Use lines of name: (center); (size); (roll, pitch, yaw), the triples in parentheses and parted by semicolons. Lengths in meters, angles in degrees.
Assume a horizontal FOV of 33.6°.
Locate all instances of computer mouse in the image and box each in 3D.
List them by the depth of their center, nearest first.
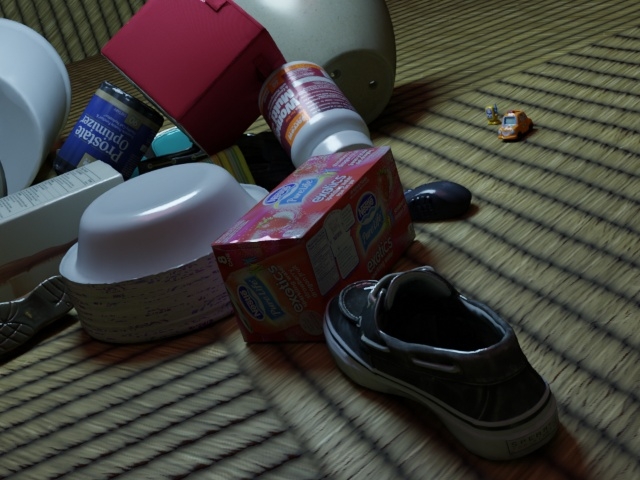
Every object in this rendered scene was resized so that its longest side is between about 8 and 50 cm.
computer mouse: (0.093, -0.055, 1.420); (0.242, 0.041, 0.071); (-2, 26, 36)

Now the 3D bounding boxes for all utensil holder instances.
utensil holder: (-0.689, -0.256, 2.138); (0.327, 0.328, 0.385); (-17, 22, 0)

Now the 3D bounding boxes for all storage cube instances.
storage cube: (-0.185, -0.272, 1.651); (0.193, 0.215, 0.183); (-46, -20, -2)

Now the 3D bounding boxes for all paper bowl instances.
paper bowl: (-0.192, 0.001, 1.352); (0.284, 0.148, 0.284); (-14, 22, 6)

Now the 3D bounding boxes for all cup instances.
cup: (0.002, -0.314, 1.835); (0.331, 0.331, 0.237); (-22, 47, -13)

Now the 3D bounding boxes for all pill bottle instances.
pill bottle: (-0.001, -0.161, 1.561); (0.121, 0.121, 0.221); (-21, 45, -11)
pill bottle: (-0.364, -0.142, 1.758); (0.219, 0.123, 0.123); (-59, 27, -1)

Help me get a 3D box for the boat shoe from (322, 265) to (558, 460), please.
boat shoe: (0.097, 0.078, 0.967); (0.121, 0.119, 0.335); (-26, 22, -21)

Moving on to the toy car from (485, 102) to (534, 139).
toy car: (0.270, -0.182, 1.603); (0.060, 0.041, 0.122); (-25, 23, -21)

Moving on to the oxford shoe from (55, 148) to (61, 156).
oxford shoe: (-0.419, -0.192, 2.086); (0.082, 0.096, 0.227); (3, 27, 46)

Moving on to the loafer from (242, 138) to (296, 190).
loafer: (-0.070, -0.123, 1.661); (0.223, 0.078, 0.076); (-14, 22, 8)

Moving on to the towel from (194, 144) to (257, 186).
towel: (-0.202, -0.050, 1.552); (0.237, 0.102, 0.021); (-27, 9, -24)

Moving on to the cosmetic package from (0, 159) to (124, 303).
cosmetic package: (-0.422, 0.002, 1.550); (0.296, 0.129, 0.153); (-24, 20, -16)

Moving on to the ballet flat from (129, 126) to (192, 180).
ballet flat: (-0.299, -0.138, 1.890); (0.248, 0.086, 0.086); (-25, 22, -17)

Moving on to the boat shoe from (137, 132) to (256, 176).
boat shoe: (-0.204, -0.144, 1.831); (0.227, 0.069, 0.081); (-25, 22, -20)

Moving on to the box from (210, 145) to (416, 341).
box: (0.000, 0.000, 1.229); (0.122, 0.128, 0.257); (-4, 25, 30)

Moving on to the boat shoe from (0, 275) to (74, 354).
boat shoe: (-0.395, 0.108, 1.371); (0.178, 0.064, 0.060); (-30, -6, -35)

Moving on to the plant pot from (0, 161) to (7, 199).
plant pot: (-0.663, -0.074, 1.741); (0.323, 0.323, 0.280); (-19, 5, -6)

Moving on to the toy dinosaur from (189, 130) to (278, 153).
toy dinosaur: (-0.091, -0.156, 1.757); (0.268, 0.064, 0.118); (4, 2, 13)
